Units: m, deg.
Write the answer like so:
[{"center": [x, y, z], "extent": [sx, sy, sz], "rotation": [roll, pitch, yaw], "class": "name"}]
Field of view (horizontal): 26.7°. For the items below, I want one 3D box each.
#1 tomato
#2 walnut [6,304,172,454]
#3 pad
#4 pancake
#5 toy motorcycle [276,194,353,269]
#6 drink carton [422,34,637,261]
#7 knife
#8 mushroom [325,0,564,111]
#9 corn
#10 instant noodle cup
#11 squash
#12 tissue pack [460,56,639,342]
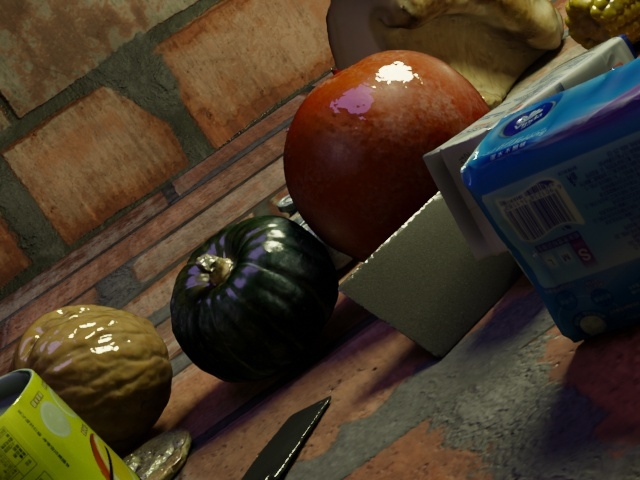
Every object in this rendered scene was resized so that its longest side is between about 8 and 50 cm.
[{"center": [0.096, -0.092, 1.625], "extent": [0.265, 0.265, 0.265], "rotation": [-32, 13, 9], "class": "tomato"}, {"center": [-0.294, 0.178, 1.693], "extent": [0.213, 0.213, 0.213], "rotation": [-32, 13, 9], "class": "walnut"}, {"center": [0.136, 0.024, 1.436], "extent": [0.211, 0.143, 0.003], "rotation": [-41, -29, -30], "class": "pad"}, {"center": [-0.215, 0.272, 1.570], "extent": [0.158, 0.028, 0.158], "rotation": [-30, 12, 7], "class": "pancake"}, {"center": [0.000, 0.000, 1.861], "extent": [0.307, 0.108, 0.173], "rotation": [-40, 23, -28], "class": "toy motorcycle"}, {"center": [0.253, -0.106, 1.457], "extent": [0.106, 0.131, 0.315], "rotation": [-25, 6, 45], "class": "drink carton"}, {"center": [-0.056, 0.234, 1.354], "extent": [0.072, 0.019, 0.245], "rotation": [-30, 11, 32], "class": "knife"}, {"center": [0.210, -0.340, 2.167], "extent": [0.224, 0.314, 0.397], "rotation": [-13, 20, 49], "class": "mushroom"}, {"center": [0.499, -0.398, 1.986], "extent": [0.344, 0.131, 0.131], "rotation": [-40, 14, -23], "class": "corn"}, {"center": [-0.318, 0.284, 1.351], "extent": [0.311, 0.221, 0.311], "rotation": [-31, 13, 8], "class": "instant noodle cup"}, {"center": [-0.081, 0.070, 1.638], "extent": [0.218, 0.172, 0.218], "rotation": [-36, 10, 7], "class": "squash"}, {"center": [0.286, -0.052, 1.132], "extent": [0.263, 0.198, 0.146], "rotation": [-24, 18, 38], "class": "tissue pack"}]
